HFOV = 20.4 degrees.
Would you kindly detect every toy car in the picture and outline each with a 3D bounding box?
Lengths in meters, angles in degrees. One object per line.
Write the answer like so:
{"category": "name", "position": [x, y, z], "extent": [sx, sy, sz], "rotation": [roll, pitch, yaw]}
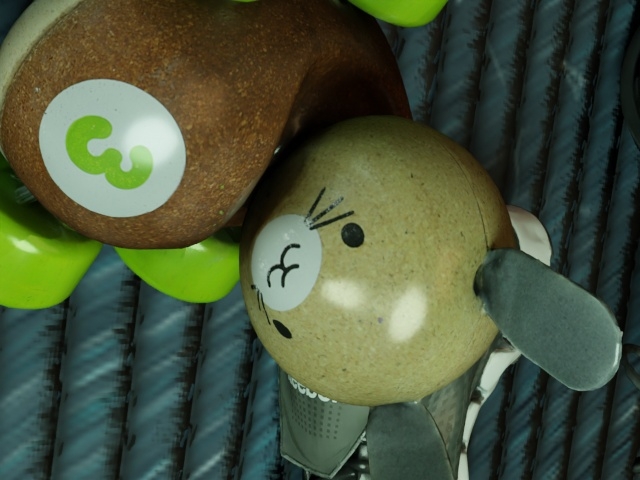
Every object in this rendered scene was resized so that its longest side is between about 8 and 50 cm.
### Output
{"category": "toy car", "position": [0.000, 0.000, 0.528], "extent": [0.149, 0.188, 0.155], "rotation": [0, 135, -49]}

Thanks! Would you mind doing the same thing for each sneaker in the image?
{"category": "sneaker", "position": [0.018, 0.080, 0.702], "extent": [0.106, 0.078, 0.234], "rotation": [29, 74, -46]}

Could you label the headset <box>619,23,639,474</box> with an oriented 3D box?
{"category": "headset", "position": [0.249, -0.011, 0.848], "extent": [0.394, 0.185, 0.243], "rotation": [-51, 134, -42]}
